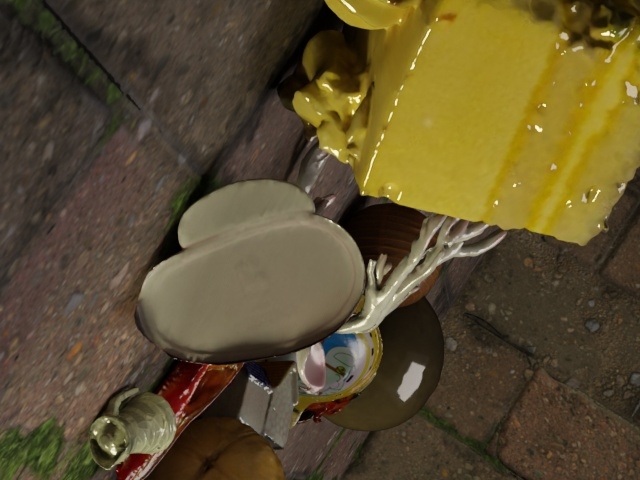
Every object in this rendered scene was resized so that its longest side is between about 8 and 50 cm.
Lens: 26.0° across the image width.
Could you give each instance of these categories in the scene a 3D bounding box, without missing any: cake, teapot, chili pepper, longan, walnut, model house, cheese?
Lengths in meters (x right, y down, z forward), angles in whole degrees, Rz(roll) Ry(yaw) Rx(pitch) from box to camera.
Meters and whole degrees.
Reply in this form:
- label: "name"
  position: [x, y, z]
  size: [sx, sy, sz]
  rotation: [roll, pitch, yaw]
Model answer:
- label: "cake"
  position: [0.114, -0.163, 1.091]
  size: [0.222, 0.286, 0.227]
  rotation: [-90, -165, -50]
- label: "teapot"
  position: [-0.172, 0.168, 1.240]
  size: [0.083, 0.057, 0.067]
  rotation: [-21, 104, -66]
- label: "chili pepper"
  position: [-0.126, 0.141, 1.353]
  size: [0.268, 0.050, 0.059]
  rotation: [-53, 147, -16]
- label: "longan"
  position: [0.073, 0.151, 1.862]
  size: [0.196, 0.196, 0.220]
  rotation: [76, 35, -74]
- label: "walnut"
  position: [-0.113, 0.274, 1.467]
  size: [0.165, 0.165, 0.197]
  rotation: [-53, 166, -20]
- label: "model house"
  position: [-0.087, 0.172, 1.552]
  size: [0.100, 0.087, 0.100]
  rotation: [38, 57, -47]
- label: "cheese"
  position: [-0.024, 0.154, 1.629]
  size: [0.250, 0.156, 0.064]
  rotation: [-49, -158, 23]

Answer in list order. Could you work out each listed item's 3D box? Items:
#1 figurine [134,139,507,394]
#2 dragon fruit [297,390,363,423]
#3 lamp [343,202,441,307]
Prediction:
- label: "figurine"
  position: [0.007, 0.013, 1.236]
  size: [0.284, 0.206, 0.315]
  rotation: [-48, 174, 4]
- label: "dragon fruit"
  position: [-0.018, 0.180, 1.726]
  size: [0.175, 0.138, 0.142]
  rotation: [-38, 126, 0]
- label: "lamp"
  position: [0.083, 0.020, 1.695]
  size: [0.136, 0.136, 0.136]
  rotation: [-54, 168, -17]
